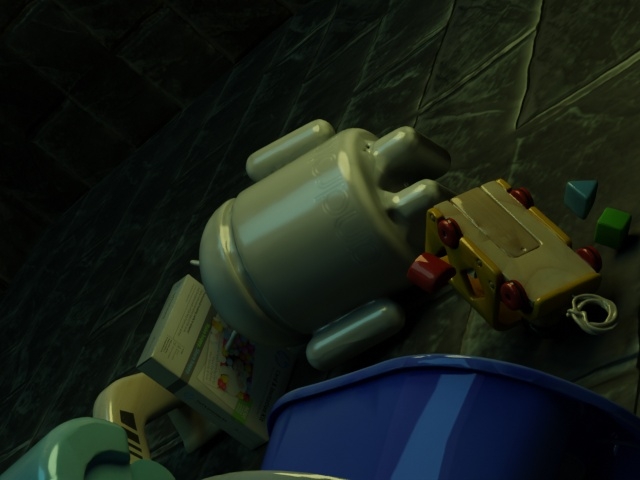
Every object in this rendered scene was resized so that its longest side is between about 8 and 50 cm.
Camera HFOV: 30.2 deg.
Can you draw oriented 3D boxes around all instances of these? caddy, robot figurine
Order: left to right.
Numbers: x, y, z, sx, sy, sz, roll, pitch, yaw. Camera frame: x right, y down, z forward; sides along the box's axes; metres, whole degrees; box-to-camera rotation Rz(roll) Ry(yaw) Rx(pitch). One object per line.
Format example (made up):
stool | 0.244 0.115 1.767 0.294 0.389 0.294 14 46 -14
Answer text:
robot figurine | 0.000 0.000 1.417 0.353 0.200 0.299 -31 61 22
caddy | 0.092 0.188 0.853 0.341 0.241 0.179 -25 35 50

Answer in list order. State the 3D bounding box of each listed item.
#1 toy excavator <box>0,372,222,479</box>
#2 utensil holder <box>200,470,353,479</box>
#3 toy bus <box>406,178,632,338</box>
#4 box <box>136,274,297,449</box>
toy excavator | -0.242 0.286 1.383 0.222 0.433 0.445 -40 50 28
utensil holder | -0.005 0.370 0.615 0.328 0.328 0.385 -26 33 49
toy bus | 0.187 0.035 1.128 0.202 0.191 0.104 -69 -17 -45
box | -0.126 0.152 1.481 0.038 0.186 0.145 -34 24 39
